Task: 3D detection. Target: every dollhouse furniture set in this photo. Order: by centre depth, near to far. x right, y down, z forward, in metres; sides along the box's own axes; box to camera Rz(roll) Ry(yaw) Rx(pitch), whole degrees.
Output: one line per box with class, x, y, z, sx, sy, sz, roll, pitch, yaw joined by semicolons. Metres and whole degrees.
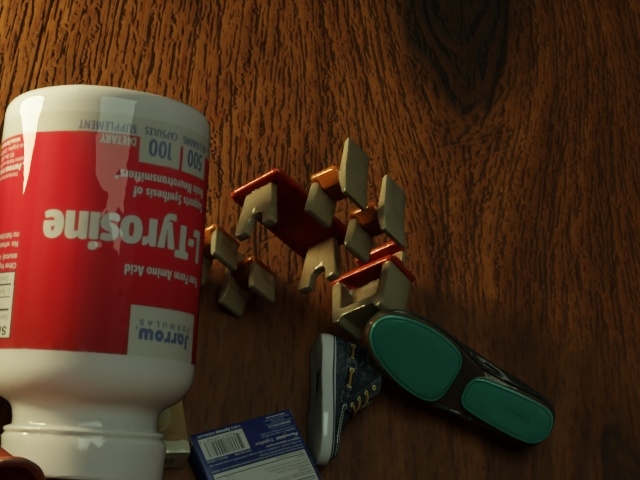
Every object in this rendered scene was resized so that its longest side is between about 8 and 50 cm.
dollhouse furniture set;0.000;0.000;1.676;0.259;0.262;0.135;42;38;-33

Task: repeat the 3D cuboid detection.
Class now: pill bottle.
pill bottle;-0.244;0.054;1.454;0.229;0.229;0.407;6;81;-18

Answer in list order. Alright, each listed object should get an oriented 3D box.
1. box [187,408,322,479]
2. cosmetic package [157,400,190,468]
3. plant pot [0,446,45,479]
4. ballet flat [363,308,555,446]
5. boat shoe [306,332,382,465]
box;-0.053;0.311;1.534;0.136;0.036;0.225;-11;58;-28
cosmetic package;-0.191;0.207;1.558;0.060;0.041;0.115;0;55;-21
plant pot;-0.458;0.236;1.303;0.265;0.272;0.272;38;49;21
ballet flat;0.168;0.173;1.690;0.280;0.095;0.096;34;6;-10
boat shoe;0.032;0.197;1.638;0.083;0.065;0.183;14;50;-13
